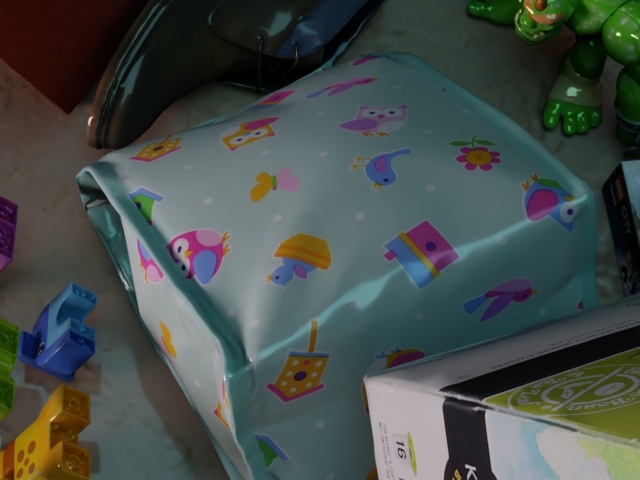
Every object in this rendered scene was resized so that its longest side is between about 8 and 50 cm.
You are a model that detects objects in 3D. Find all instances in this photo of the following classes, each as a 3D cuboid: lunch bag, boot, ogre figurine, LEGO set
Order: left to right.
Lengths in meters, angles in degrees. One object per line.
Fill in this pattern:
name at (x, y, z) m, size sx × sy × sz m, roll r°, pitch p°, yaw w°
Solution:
LEGO set at (-0.182, 0.095, 0.821) m, size 0.087 × 0.093 × 0.227 m, roll 30°, pitch 34°, yaw -31°
boot at (-0.049, -0.123, 0.919) m, size 0.106 × 0.082 × 0.219 m, roll 32°, pitch 68°, yaw 9°
lunch bag at (0.000, 0.000, 0.836) m, size 0.223 × 0.160 × 0.262 m, roll -25°, pitch 41°, yaw -14°
ogre figurine at (0.158, -0.150, 0.932) m, size 0.097 × 0.118 × 0.197 m, roll -16°, pitch 72°, yaw -12°

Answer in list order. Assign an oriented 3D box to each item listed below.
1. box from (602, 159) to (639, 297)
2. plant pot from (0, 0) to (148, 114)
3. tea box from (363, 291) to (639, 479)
box at (0.278, 0.057, 0.907) m, size 0.159 × 0.044 × 0.233 m, roll -6°, pitch 71°, yaw -8°
plant pot at (-0.185, -0.268, 0.828) m, size 0.267 × 0.267 × 0.236 m, roll 44°, pitch 88°, yaw 10°
tea box at (0.206, 0.204, 0.625) m, size 0.220 × 0.323 × 0.329 m, roll -14°, pitch 97°, yaw -26°
